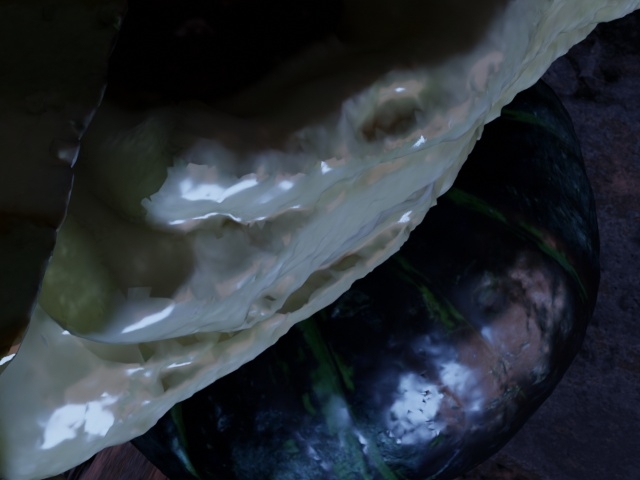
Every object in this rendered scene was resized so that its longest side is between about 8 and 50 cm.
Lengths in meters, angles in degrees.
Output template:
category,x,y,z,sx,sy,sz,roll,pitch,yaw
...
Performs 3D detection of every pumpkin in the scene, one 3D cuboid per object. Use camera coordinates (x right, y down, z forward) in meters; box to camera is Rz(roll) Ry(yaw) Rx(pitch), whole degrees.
category,x,y,z,sx,sy,sz,roll,pitch,yaw
pumpkin,0.000,0.000,1.092,0.315,0.315,0.238,-62,151,-19

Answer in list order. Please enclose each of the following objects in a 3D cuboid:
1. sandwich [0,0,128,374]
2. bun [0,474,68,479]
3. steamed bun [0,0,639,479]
category,x,y,z,sx,sy,sz,roll,pitch,yaw
sandwich,-0.109,0.042,0.485,0.187,0.144,0.117,80,17,-48
bun,-0.198,0.245,1.151,0.229,0.145,0.229,-7,90,-90
steamed bun,0.003,-0.144,0.642,0.428,0.247,0.189,-40,175,-38
